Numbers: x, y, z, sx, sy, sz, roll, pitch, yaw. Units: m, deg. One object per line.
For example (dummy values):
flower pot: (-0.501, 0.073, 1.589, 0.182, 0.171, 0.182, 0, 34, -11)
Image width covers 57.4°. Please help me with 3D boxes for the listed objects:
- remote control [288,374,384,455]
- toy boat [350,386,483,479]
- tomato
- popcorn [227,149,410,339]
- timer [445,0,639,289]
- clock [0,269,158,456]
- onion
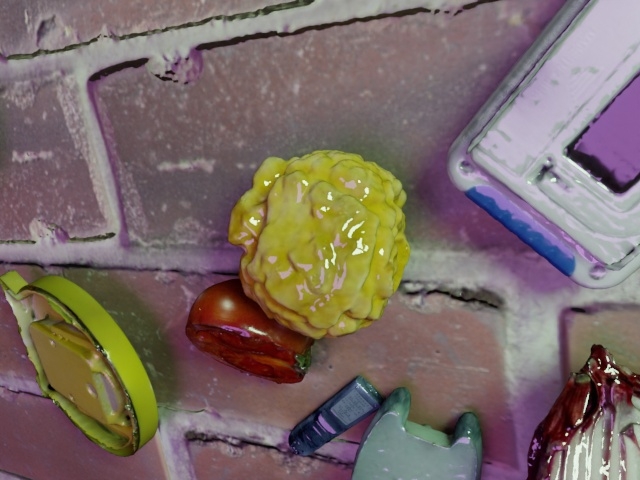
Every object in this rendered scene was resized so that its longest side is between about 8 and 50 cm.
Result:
remote control: (0.013, 0.215, 0.695, 0.043, 0.027, 0.152, 48, 122, 7)
toy boat: (0.103, 0.262, 0.649, 0.134, 0.079, 0.208, 14, 106, 13)
tomato: (-0.068, 0.088, 0.636, 0.139, 0.091, 0.159, 12, 155, 13)
popcorn: (0.000, 0.000, 0.543, 0.180, 0.170, 0.180, -4, 107, -12)
timer: (0.226, -0.094, 0.424, 0.178, 0.078, 0.253, 40, 123, 8)
clock: (-0.329, 0.172, 0.832, 0.293, 0.071, 0.277, 24, 129, 31)
onion: (0.268, 0.228, 0.498, 0.227, 0.120, 0.284, -14, 79, -9)
